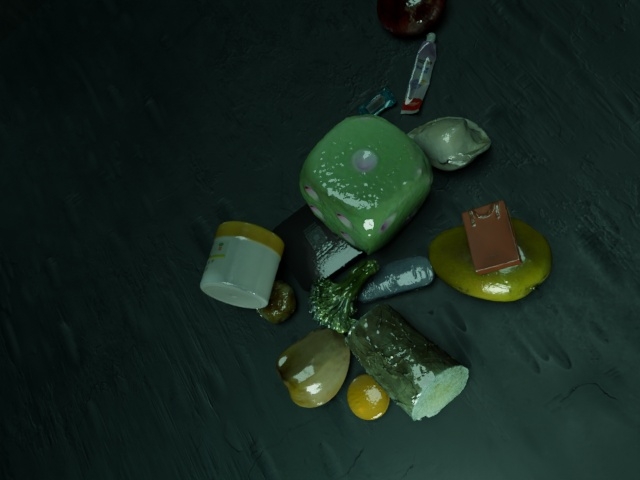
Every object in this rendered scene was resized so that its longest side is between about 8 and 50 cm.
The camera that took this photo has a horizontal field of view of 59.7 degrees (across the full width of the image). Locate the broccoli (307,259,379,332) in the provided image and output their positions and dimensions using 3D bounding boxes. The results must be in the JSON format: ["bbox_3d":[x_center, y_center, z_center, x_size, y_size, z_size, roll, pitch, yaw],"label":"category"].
[{"bbox_3d":[0.079,0.188,1.782,0.275,0.177,0.198,-27,56,34],"label":"broccoli"}]

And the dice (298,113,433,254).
[{"bbox_3d":[0.144,-0.176,1.767,0.322,0.330,0.318,41,78,20],"label":"dice"}]

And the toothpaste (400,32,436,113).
[{"bbox_3d":[0.355,-0.589,1.970,0.075,0.048,0.301,14,85,19],"label":"toothpaste"}]

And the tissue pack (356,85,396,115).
[{"bbox_3d":[0.205,-0.486,2.013,0.138,0.028,0.085,-33,65,16],"label":"tissue pack"}]

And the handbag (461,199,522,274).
[{"bbox_3d":[0.486,-0.011,1.589,0.127,0.063,0.190,-18,65,26],"label":"handbag"}]

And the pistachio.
[{"bbox_3d":[-0.009,0.410,1.818,0.260,0.163,0.213,-38,88,-5],"label":"pistachio"}]

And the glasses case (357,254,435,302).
[{"bbox_3d":[0.238,0.128,1.832,0.282,0.067,0.109,-17,73,20],"label":"glasses case"}]

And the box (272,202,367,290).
[{"bbox_3d":[0.000,0.000,1.950,0.290,0.073,0.289,-37,67,9],"label":"box"}]

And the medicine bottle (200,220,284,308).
[{"bbox_3d":[-0.263,0.085,1.877,0.238,0.238,0.232,6,66,22],"label":"medicine bottle"}]

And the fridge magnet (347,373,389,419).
[{"bbox_3d":[0.154,0.498,1.780,0.143,0.063,0.143,-6,75,21],"label":"fridge magnet"}]

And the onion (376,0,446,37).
[{"bbox_3d":[0.310,-0.871,1.973,0.272,0.195,0.272,-7,75,29],"label":"onion"}]

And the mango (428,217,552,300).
[{"bbox_3d":[0.505,0.052,1.686,0.365,0.182,0.253,7,80,22],"label":"mango"}]

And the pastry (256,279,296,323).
[{"bbox_3d":[-0.155,0.215,1.954,0.153,0.081,0.153,-7,67,17],"label":"pastry"}]

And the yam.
[{"bbox_3d":[0.253,0.358,1.689,0.348,0.241,0.241,41,94,27],"label":"yam"}]

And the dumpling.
[{"bbox_3d":[0.430,-0.344,1.835,0.243,0.175,0.227,45,65,10],"label":"dumpling"}]
